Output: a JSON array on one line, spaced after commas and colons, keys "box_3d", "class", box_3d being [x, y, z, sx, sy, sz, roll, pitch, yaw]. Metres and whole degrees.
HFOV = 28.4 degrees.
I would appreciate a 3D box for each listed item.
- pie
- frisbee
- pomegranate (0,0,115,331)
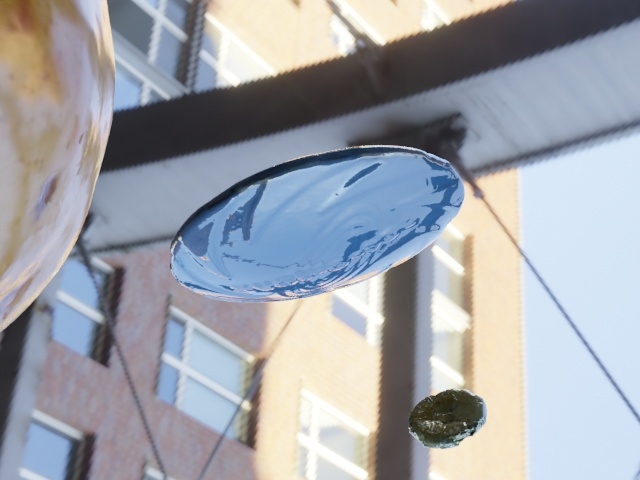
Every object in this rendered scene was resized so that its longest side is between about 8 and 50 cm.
[{"box_3d": [0.132, 0.183, 1.304, 0.084, 0.020, 0.084, -14, -148, 9], "class": "pie"}, {"box_3d": [0.002, 0.004, 1.184, 0.289, 0.289, 0.049, -28, -116, 26], "class": "frisbee"}, {"box_3d": [-0.311, -0.099, 0.677, 0.411, 0.411, 0.411, -24, -132, 29], "class": "pomegranate"}]
